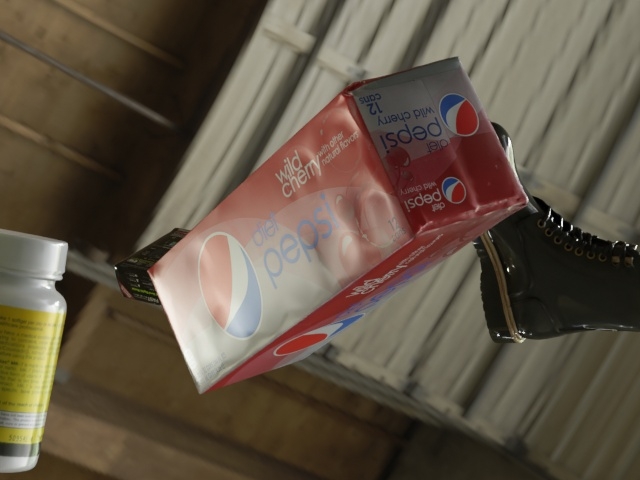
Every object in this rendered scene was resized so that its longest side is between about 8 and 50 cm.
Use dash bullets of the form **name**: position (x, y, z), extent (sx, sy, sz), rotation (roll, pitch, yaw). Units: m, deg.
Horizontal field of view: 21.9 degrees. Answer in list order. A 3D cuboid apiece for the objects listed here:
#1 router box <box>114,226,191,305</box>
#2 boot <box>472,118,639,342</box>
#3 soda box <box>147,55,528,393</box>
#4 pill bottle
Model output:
- **router box**: position (-0.131, 0.029, 1.643), extent (0.092, 0.122, 0.038), rotation (-34, -58, -38)
- **boot**: position (0.192, -0.010, 1.310), extent (0.077, 0.137, 0.198), rotation (-63, -36, -51)
- **soda box**: position (0.000, 0.000, 0.947), extent (0.083, 0.263, 0.092), rotation (-16, -104, -35)
- **pill bottle**: position (-0.295, 0.095, 1.487), extent (0.119, 0.119, 0.208), rotation (11, -90, -37)
